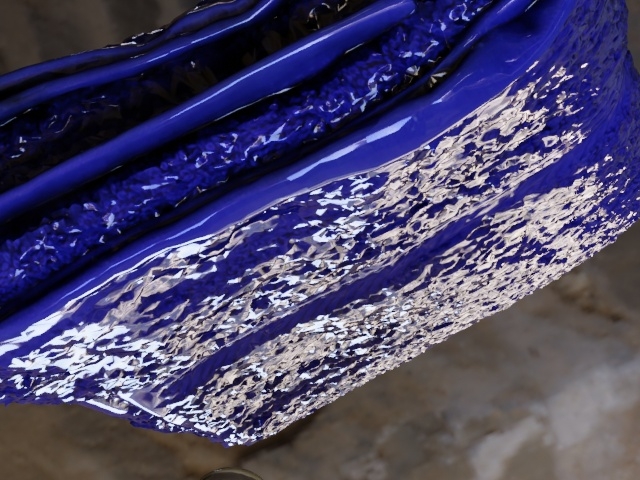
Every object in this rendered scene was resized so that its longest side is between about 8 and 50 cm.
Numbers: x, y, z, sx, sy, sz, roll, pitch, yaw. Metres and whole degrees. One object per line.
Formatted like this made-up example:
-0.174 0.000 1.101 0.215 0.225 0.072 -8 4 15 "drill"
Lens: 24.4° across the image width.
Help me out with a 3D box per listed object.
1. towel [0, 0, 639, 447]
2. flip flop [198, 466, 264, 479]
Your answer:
0.000 0.000 0.470 0.076 0.228 0.308 69 -169 13 "towel"
-0.123 0.311 1.394 0.080 0.112 0.277 -96 29 -60 "flip flop"
